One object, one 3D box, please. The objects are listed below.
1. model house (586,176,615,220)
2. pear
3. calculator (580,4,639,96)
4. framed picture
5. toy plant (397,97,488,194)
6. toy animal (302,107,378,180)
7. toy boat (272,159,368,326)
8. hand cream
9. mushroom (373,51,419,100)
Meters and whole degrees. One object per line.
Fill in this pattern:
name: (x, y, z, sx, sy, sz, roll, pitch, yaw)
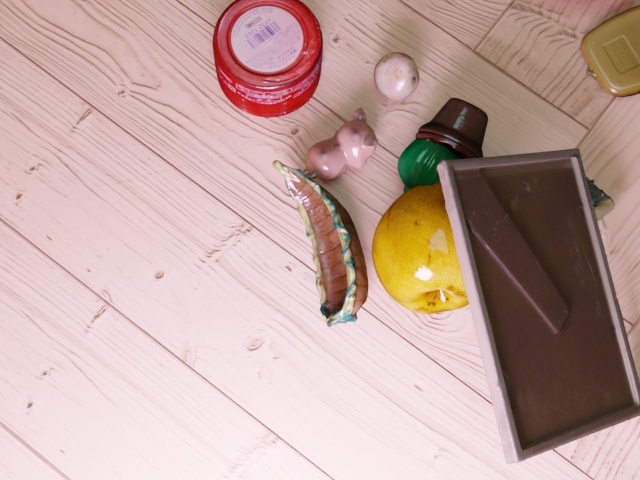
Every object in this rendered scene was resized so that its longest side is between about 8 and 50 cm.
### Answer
model house: (0.442, -0.072, 1.643, 0.079, 0.066, 0.083, -33, 59, 1)
pear: (0.183, 0.007, 1.532, 0.209, 0.209, 0.209, 0, 74, -1)
calculator: (0.581, -0.347, 1.734, 0.236, 0.033, 0.157, -25, 77, -7)
framed picture: (0.342, 0.082, 1.478, 0.326, 0.028, 0.446, -7, 82, -39)
toy plant: (0.210, -0.136, 1.632, 0.143, 0.105, 0.200, 27, 92, -6)
toy animal: (0.036, -0.150, 1.636, 0.150, 0.089, 0.083, -39, 82, -2)
toy boat: (0.009, -0.004, 1.584, 0.099, 0.108, 0.293, -10, 74, -32)
hand cream: (-0.089, -0.319, 1.661, 0.193, 0.125, 0.193, 1, 75, -4)
mushroom: (0.133, -0.285, 1.687, 0.083, 0.067, 0.083, 4, 100, 24)
